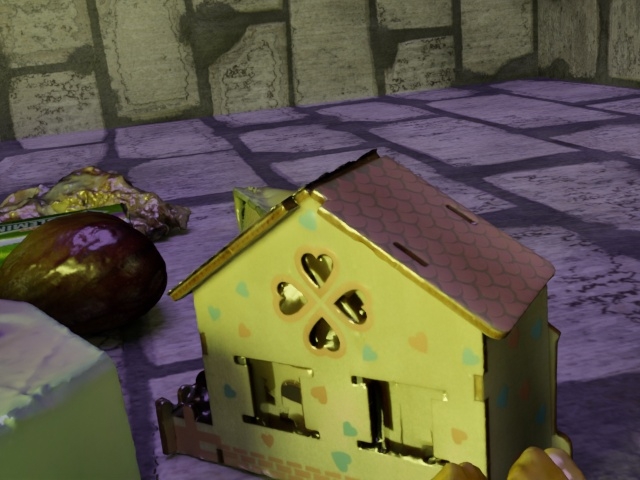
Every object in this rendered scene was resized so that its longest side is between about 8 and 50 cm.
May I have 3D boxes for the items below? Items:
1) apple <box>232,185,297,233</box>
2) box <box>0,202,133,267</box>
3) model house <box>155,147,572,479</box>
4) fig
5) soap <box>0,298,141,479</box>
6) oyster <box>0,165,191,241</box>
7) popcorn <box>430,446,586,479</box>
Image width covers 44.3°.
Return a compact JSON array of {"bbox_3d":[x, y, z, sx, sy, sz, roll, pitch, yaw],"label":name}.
[{"bbox_3d":[0.000,0.000,1.029,0.193,0.120,0.265,1,15,-26],"label":"apple"},{"bbox_3d":[-0.441,0.017,1.128,0.346,0.097,0.134,-10,17,-16],"label":"box"},{"bbox_3d":[0.021,0.058,0.608,0.326,0.244,0.169,4,21,33],"label":"model house"},{"bbox_3d":[-0.321,0.056,0.927,0.274,0.145,0.170,-23,18,-10],"label":"fig"},{"bbox_3d":[-0.345,0.146,0.575,0.446,0.156,0.261,3,19,26],"label":"soap"},{"bbox_3d":[-0.397,-0.067,1.349,0.355,0.107,0.201,4,21,-2],"label":"oyster"},{"bbox_3d":[0.079,0.175,0.372,0.152,0.148,0.167,28,41,23],"label":"popcorn"}]
